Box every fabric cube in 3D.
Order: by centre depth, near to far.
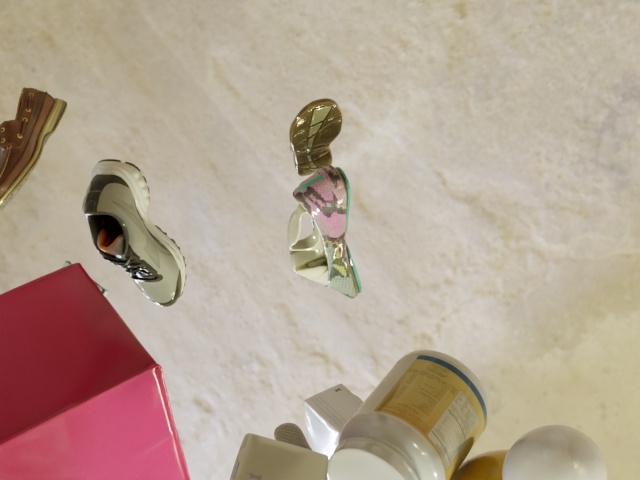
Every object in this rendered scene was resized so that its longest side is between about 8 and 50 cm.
[{"bbox_3d":[-0.349,0.233,1.306,0.258,0.254,0.259,39,146,42],"label":"fabric cube"}]

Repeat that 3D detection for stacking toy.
[{"bbox_3d":[0.244,0.383,1.297,0.351,0.350,0.479,35,137,13],"label":"stacking toy"}]

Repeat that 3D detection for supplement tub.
[{"bbox_3d":[0.111,0.246,1.264,0.144,0.200,0.144,20,130,26],"label":"supplement tub"}]

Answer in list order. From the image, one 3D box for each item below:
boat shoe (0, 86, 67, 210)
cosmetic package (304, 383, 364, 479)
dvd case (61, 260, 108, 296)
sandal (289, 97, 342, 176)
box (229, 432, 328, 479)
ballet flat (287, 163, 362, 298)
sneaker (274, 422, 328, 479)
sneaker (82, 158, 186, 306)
[{"bbox_3d":[-0.362,-0.111,1.196,0.060,0.178,0.064,30,142,-19],"label":"boat shoe"},{"bbox_3d":[0.038,0.374,1.713,0.117,0.086,0.231,35,137,50],"label":"cosmetic package"},{"bbox_3d":[-0.480,0.106,1.981,0.119,0.013,0.087,33,95,24],"label":"dvd case"},{"bbox_3d":[-0.013,-0.148,1.396,0.180,0.072,0.049,96,158,-67],"label":"sandal"},{"bbox_3d":[-0.073,0.348,1.030,0.094,0.113,0.275,16,107,0],"label":"box"},{"bbox_3d":[0.000,0.000,1.174,0.221,0.079,0.077,81,165,-53],"label":"ballet flat"},{"bbox_3d":[-0.024,0.296,1.252,0.134,0.051,0.070,-119,23,-49],"label":"sneaker"},{"bbox_3d":[-0.285,0.009,1.499,0.100,0.108,0.271,0,136,22],"label":"sneaker"}]
